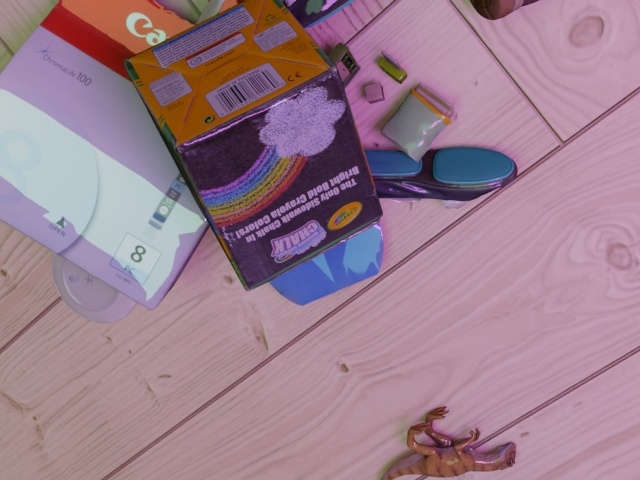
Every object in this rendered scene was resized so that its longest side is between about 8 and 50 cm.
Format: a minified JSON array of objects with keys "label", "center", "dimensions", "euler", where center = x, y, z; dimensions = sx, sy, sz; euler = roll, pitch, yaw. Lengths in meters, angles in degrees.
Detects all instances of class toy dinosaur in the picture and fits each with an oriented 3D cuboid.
[{"label":"toy dinosaur","center":[0.142,0.282,1.258],"dimensions":[0.212,0.064,0.112],"euler":[-13,103,23]}]

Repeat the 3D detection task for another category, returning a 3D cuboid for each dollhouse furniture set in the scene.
[{"label":"dollhouse furniture set","center":[0.076,-0.167,1.118],"dimensions":[0.152,0.058,0.076],"euler":[40,93,20]}]

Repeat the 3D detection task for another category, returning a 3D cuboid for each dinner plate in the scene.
[{"label":"dinner plate","center":[-0.320,0.053,1.372],"dimensions":[0.141,0.017,0.141],"euler":[6,108,19]}]

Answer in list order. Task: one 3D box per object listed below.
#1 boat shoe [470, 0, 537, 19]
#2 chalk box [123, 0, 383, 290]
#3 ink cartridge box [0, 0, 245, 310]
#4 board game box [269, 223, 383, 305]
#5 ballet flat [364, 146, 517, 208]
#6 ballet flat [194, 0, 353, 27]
[{"label":"boat shoe","center":[0.174,-0.409,1.011],"dimensions":[0.123,0.123,0.342],"euler":[-21,95,-6]},{"label":"chalk box","center":[-0.059,-0.085,1.067],"dimensions":[0.180,0.179,0.289],"euler":[-28,138,-7]},{"label":"ink cartridge box","center":[-0.237,-0.151,1.193],"dimensions":[0.308,0.091,0.385],"euler":[32,107,-2]},{"label":"board game box","center":[0.000,0.000,1.236],"dimensions":[0.169,0.033,0.133],"euler":[-24,93,19]},{"label":"ballet flat","center":[0.130,-0.072,1.151],"dimensions":[0.203,0.074,0.074],"euler":[2,108,14]},{"label":"ballet flat","center":[-0.051,-0.267,1.095],"dimensions":[0.280,0.095,0.096],"euler":[-37,130,10]}]
